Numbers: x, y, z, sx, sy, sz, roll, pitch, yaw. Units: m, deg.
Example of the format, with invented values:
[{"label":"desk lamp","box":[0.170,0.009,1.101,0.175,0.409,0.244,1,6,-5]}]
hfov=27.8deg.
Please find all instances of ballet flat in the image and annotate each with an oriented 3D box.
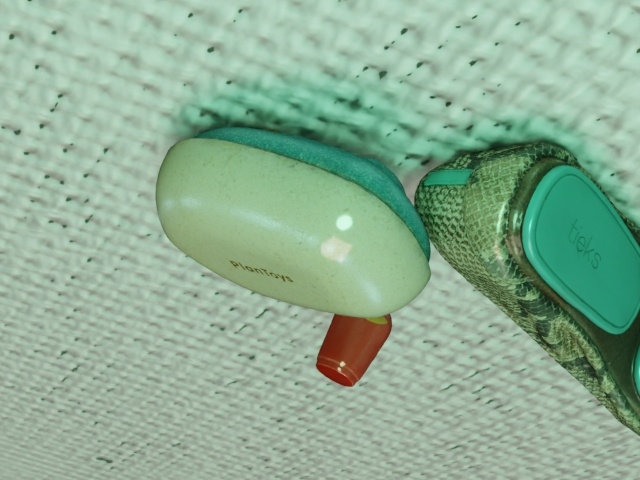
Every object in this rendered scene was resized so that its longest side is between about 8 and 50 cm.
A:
[{"label":"ballet flat","box":[0.257,0.063,1.194,0.483,0.164,0.182,39,162,-34]}]

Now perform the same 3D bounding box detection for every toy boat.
[{"label":"toy boat","box":[0.000,0.000,1.143,0.267,0.148,0.318,16,156,32]}]
